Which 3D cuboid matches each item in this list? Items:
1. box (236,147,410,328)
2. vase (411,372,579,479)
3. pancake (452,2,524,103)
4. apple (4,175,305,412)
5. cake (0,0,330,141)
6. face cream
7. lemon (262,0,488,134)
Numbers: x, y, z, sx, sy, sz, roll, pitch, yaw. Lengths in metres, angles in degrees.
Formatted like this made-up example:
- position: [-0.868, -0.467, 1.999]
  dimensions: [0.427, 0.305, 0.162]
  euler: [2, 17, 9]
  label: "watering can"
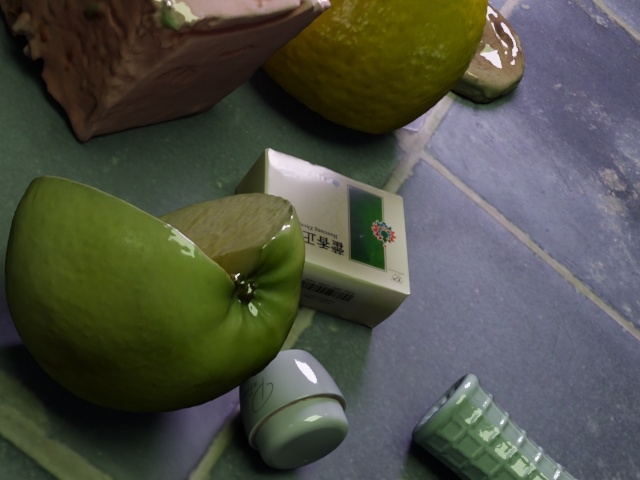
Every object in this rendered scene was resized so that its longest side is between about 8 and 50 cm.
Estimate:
- position: [0.000, 0.000, 1.434]
  dimensions: [0.212, 0.095, 0.168]
  euler: [18, 51, -24]
  label: "box"
- position: [0.255, 0.300, 1.357]
  dimensions: [0.299, 0.143, 0.143]
  euler: [44, 43, 4]
  label: "vase"
- position: [0.231, -0.361, 1.919]
  dimensions: [0.294, 0.049, 0.295]
  euler: [18, 49, -22]
  label: "pancake"
- position: [-0.164, 0.059, 1.136]
  dimensions: [0.295, 0.257, 0.234]
  euler: [1, 99, -50]
  label: "apple"
- position: [-0.219, -0.325, 1.383]
  dimensions: [0.293, 0.314, 0.307]
  euler: [-25, 83, -42]
  label: "cake"
- position: [-0.032, 0.189, 1.244]
  dimensions: [0.117, 0.117, 0.104]
  euler: [0, 49, -36]
  label: "face cream"
- position: [0.084, -0.357, 1.594]
  dimensions: [0.364, 0.364, 0.364]
  euler: [20, 48, -23]
  label: "lemon"
